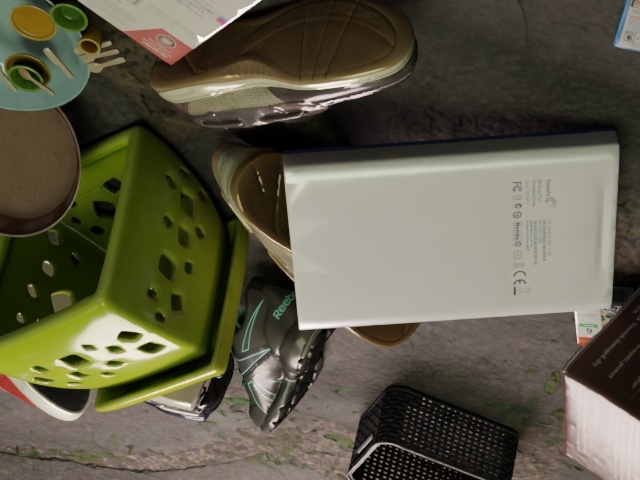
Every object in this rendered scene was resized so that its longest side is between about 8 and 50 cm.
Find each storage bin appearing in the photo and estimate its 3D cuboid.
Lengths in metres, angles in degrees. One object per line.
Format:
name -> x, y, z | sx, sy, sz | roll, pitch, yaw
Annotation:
storage bin -> 0.137, 0.264, 2.199 | 0.180, 0.084, 0.122 | 23, 143, -10

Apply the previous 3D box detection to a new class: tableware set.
tableware set -> -0.272, -0.183, 1.739 | 0.154, 0.024, 0.104 | -10, 137, 30

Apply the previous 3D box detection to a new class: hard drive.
hard drive -> 0.130, -0.009, 1.784 | 0.319, 0.040, 0.210 | -4, 130, 1

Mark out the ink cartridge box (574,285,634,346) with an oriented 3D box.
ink cartridge box -> 0.310, 0.093, 1.959 | 0.063, 0.029, 0.115 | 3, 142, 14

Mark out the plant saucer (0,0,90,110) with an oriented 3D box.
plant saucer -> -0.315, -0.206, 1.775 | 0.195, 0.037, 0.195 | 9, 144, 7

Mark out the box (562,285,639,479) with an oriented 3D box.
box -> 0.378, 0.177, 1.866 | 0.203, 0.167, 0.168 | 33, 152, 29

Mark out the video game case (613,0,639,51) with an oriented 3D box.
video game case -> 0.328, -0.216, 1.558 | 0.119, 0.015, 0.166 | 12, 144, 4

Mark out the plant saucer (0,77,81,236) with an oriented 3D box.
plant saucer -> -0.320, -0.088, 1.879 | 0.168, 0.029, 0.168 | 5, 107, 18

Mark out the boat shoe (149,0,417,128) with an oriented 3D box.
boat shoe -> -0.026, -0.158, 1.692 | 0.285, 0.102, 0.092 | -6, 144, 31

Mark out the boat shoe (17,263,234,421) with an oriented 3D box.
boat shoe -> -0.262, 0.123, 2.127 | 0.341, 0.127, 0.158 | 25, 164, 8

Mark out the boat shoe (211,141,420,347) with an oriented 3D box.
boat shoe -> 0.000, 0.000, 1.899 | 0.302, 0.109, 0.098 | 42, 175, -33

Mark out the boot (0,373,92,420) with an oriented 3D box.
boot -> -0.415, 0.153, 2.245 | 0.244, 0.088, 0.176 | 41, 137, -20

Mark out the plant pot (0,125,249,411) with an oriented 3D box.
plant pot -> -0.210, 0.048, 1.925 | 0.227, 0.228, 0.207 | -22, 136, 38

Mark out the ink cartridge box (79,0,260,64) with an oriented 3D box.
ink cartridge box -> -0.115, -0.251, 1.622 | 0.115, 0.067, 0.198 | 35, 141, -25

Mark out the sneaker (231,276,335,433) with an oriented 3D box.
sneaker -> -0.053, 0.129, 2.101 | 0.106, 0.101, 0.267 | 34, 146, 11
